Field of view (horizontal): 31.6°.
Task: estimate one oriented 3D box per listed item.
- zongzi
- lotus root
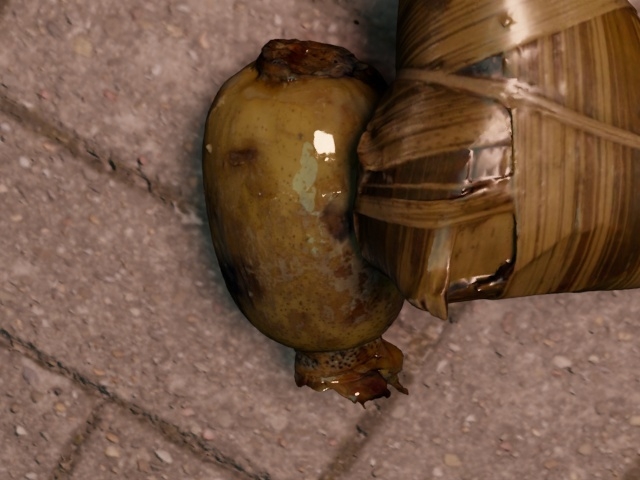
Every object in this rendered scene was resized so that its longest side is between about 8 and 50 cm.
[{"bbox_3d":[0.164,-0.112,0.649,0.286,0.134,0.288,-4,105,-23],"label":"zongzi"},{"bbox_3d":[-0.002,0.001,0.771,0.154,0.154,0.278,-3,118,14],"label":"lotus root"}]
